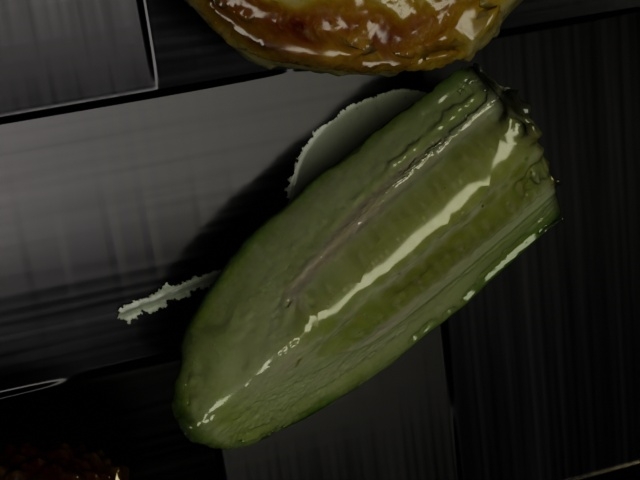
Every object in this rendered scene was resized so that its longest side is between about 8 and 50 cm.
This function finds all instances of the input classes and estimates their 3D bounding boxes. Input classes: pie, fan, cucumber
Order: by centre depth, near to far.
[{"bbox_3d":[0.025,-0.258,0.765,0.315,0.092,0.315,-3,100,-16],"label":"pie"},{"bbox_3d":[0.024,0.021,0.824,0.325,0.105,0.145,-42,145,0],"label":"cucumber"},{"bbox_3d":[0.000,0.000,0.868,0.329,0.009,0.191,-19,110,-11],"label":"fan"}]

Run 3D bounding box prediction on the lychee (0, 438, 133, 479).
[{"bbox_3d":[-0.207,0.218,0.769,0.188,0.188,0.188,-4,106,-15],"label":"lychee"}]
